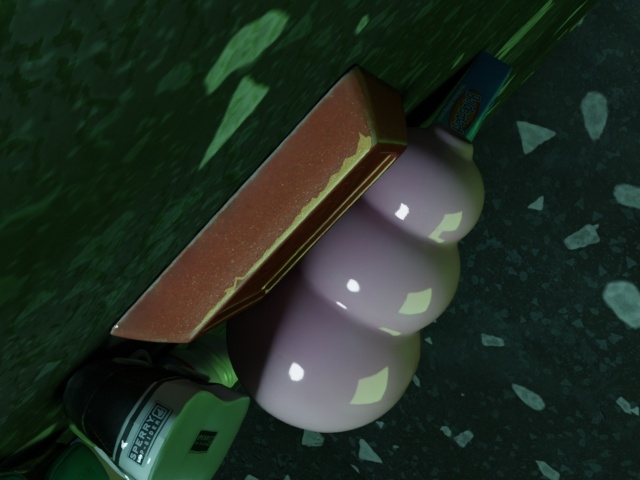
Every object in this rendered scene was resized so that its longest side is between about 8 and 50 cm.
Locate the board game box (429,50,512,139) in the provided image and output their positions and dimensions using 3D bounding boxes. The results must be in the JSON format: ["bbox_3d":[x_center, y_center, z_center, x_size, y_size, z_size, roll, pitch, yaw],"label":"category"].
[{"bbox_3d":[0.150,-0.111,1.114,0.210,0.047,0.160,-53,172,-33],"label":"board game box"}]

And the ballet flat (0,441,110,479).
[{"bbox_3d":[-0.244,0.233,0.702,0.106,0.108,0.316,-31,174,-3],"label":"ballet flat"}]

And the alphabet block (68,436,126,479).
[{"bbox_3d":[-0.258,0.351,0.966,0.193,0.197,0.192,-42,175,-33],"label":"alphabet block"}]

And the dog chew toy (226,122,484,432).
[{"bbox_3d":[0.046,0.031,0.915,0.332,0.206,0.206,-57,172,17],"label":"dog chew toy"}]

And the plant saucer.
[{"bbox_3d":[-0.024,-0.020,0.736,0.259,0.048,0.258,-47,175,12],"label":"plant saucer"}]

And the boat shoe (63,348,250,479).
[{"bbox_3d":[-0.142,0.160,0.790,0.113,0.105,0.306,-61,168,-7],"label":"boat shoe"}]

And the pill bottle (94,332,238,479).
[{"bbox_3d":[-0.158,0.170,0.947,0.160,0.087,0.087,-42,175,-36],"label":"pill bottle"}]
